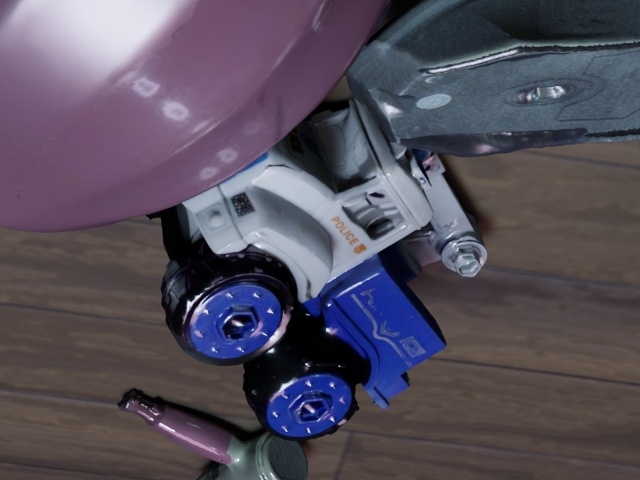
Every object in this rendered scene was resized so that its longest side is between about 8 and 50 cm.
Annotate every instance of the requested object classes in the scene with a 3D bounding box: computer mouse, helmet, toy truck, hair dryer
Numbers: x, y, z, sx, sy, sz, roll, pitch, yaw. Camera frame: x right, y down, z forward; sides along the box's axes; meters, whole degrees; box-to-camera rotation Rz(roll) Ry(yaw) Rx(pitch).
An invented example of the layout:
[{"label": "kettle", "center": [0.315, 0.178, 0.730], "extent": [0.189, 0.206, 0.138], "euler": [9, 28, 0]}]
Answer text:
[{"label": "computer mouse", "center": [0.125, -0.104, 0.814], "extent": [0.231, 0.071, 0.126], "euler": [-6, 159, -8]}, {"label": "helmet", "center": [-0.094, -0.130, 0.702], "extent": [0.338, 0.197, 0.271], "euler": [-25, 132, 35]}, {"label": "toy truck", "center": [0.000, 0.000, 0.919], "extent": [0.177, 0.161, 0.213], "euler": [-29, 135, 10]}, {"label": "hair dryer", "center": [-0.095, 0.161, 1.221], "extent": [0.154, 0.054, 0.106], "euler": [40, 136, -25]}]
